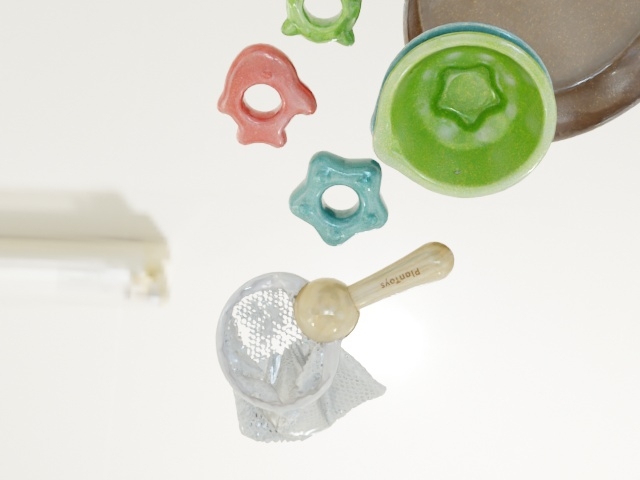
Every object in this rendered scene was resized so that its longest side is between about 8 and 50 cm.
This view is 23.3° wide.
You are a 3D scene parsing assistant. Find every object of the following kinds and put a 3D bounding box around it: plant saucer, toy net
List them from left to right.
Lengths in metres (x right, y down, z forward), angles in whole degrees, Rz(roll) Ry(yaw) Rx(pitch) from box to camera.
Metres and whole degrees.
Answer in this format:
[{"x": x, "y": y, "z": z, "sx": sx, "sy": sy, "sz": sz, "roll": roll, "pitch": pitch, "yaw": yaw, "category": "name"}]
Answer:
[{"x": 0.000, "y": 0.000, "z": 0.639, "sx": 0.122, "sy": 0.232, "sz": 0.045, "roll": 21, "pitch": -152, "yaw": -8, "category": "toy net"}, {"x": 0.113, "y": -0.124, "z": 0.740, "sx": 0.168, "sy": 0.168, "sz": 0.029, "roll": -5, "pitch": -145, "yaw": -21, "category": "plant saucer"}]
